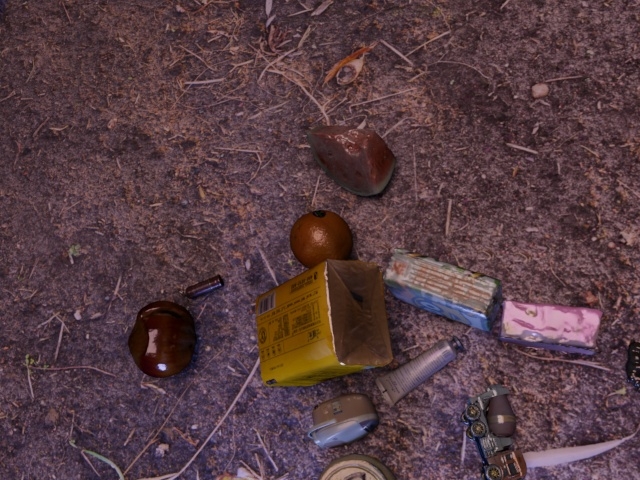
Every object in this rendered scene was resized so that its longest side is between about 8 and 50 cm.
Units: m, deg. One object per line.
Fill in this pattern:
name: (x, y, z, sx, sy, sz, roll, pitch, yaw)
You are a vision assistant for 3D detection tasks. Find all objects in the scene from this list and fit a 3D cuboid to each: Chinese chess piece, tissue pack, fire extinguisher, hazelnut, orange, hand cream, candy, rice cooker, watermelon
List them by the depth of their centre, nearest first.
candy: (0.621, 0.239, 1.702, 0.264, 0.155, 0.116, 4, 78, 19)
Chinese chess piece: (0.101, 0.722, 1.731, 0.250, 0.101, 0.251, -5, 70, 15)
tissue pack: (0.000, 0.241, 1.773, 0.382, 0.228, 0.294, -31, 58, 50)
tissue pack: (0.351, 0.141, 1.778, 0.310, 0.228, 0.128, 19, 78, 22)
rice cooker: (0.064, 0.514, 1.791, 0.206, 0.145, 0.127, -19, 55, 14)
hand cream: (0.291, 0.370, 1.819, 0.276, 0.059, 0.095, -35, 67, 9)
orange: (0.000, 0.000, 1.959, 0.205, 0.206, 0.206, -5, 71, 16)
hazelnut: (-0.502, 0.322, 2.005, 0.217, 0.217, 0.252, -21, 45, 10)
watermelon: (0.111, -0.294, 2.019, 0.318, 0.226, 0.148, 41, 60, 14)
fire extinguisher: (-0.400, 0.169, 2.107, 0.157, 0.045, 0.078, -21, 89, 8)

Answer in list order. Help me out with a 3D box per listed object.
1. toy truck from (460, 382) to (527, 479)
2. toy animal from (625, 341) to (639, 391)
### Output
toy truck: (0.472, 0.523, 1.682, 0.140, 0.108, 0.257, -15, 65, -2)
toy animal: (0.845, 0.335, 1.660, 0.064, 0.047, 0.136, 6, 75, 25)
